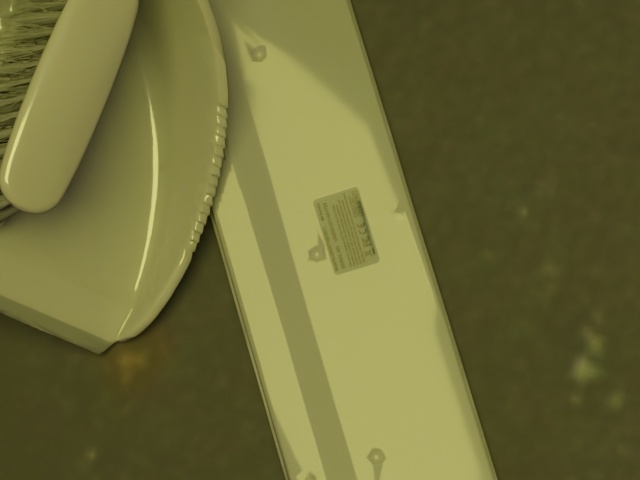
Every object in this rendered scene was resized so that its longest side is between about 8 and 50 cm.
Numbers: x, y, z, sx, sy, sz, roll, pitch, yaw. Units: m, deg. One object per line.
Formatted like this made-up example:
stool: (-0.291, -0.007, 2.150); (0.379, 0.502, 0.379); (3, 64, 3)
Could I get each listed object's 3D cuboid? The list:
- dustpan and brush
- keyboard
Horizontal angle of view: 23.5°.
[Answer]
dustpan and brush: (-0.076, -0.079, 0.516); (0.147, 0.060, 0.211); (27, 79, -32)
keyboard: (0.000, 0.000, 0.555); (0.072, 0.014, 0.256); (-16, 82, -2)
